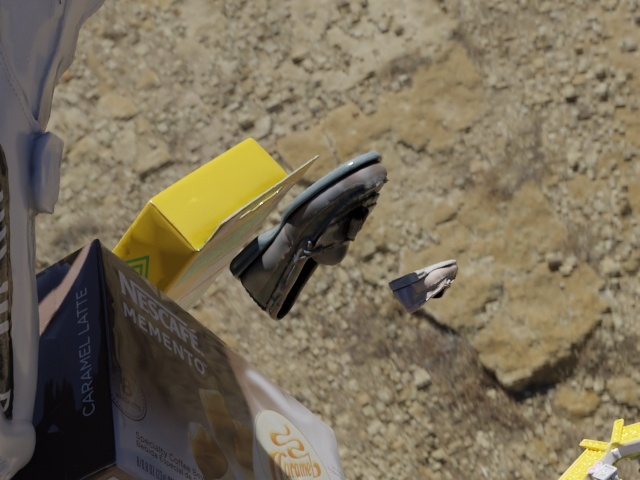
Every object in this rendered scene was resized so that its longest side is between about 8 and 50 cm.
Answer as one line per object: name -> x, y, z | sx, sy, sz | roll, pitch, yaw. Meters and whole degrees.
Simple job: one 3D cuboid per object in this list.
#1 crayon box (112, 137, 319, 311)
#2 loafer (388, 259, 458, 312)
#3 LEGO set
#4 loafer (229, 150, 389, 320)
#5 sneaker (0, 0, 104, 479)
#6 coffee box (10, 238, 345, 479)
crayon box -> -0.159, 0.007, 1.414 | 0.083, 0.323, 0.203 | 46, 40, 4
loafer -> 0.112, 0.049, 1.280 | 0.045, 0.125, 0.039 | -23, 85, 32
LEGO set -> 0.395, 0.296, 1.493 | 0.287, 0.107, 0.132 | -33, 16, -4
loafer -> 0.000, 0.000, 1.259 | 0.096, 0.267, 0.084 | -23, 79, -38
sneaker -> -0.137, -0.079, 0.519 | 0.137, 0.365, 0.210 | 10, 28, 32
coffee box -> -0.079, 0.131, 0.666 | 0.098, 0.246, 0.141 | -29, 46, 15
